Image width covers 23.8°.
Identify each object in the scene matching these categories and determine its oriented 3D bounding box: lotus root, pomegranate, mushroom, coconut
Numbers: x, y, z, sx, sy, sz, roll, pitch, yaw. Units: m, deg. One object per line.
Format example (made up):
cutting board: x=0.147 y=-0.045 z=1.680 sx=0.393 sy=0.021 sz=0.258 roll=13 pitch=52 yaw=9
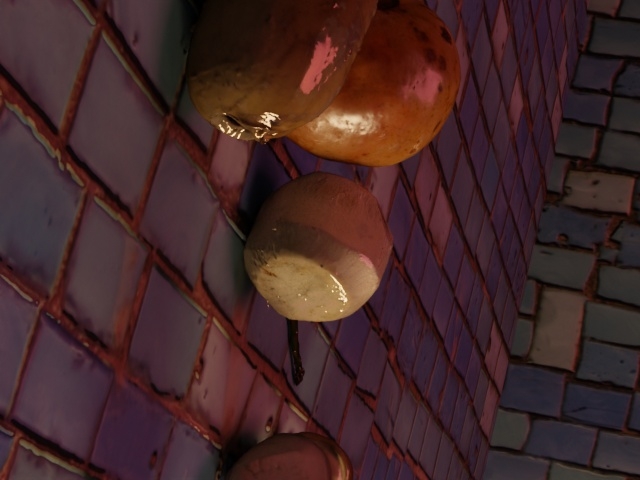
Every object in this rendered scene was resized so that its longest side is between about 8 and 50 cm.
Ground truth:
lotus root: x=-0.025 y=-0.246 z=1.445 sx=0.169 sy=0.151 sz=0.342 roll=-26 pitch=-138 yaw=59
pomegranate: x=0.038 y=-0.174 z=1.647 sx=0.215 sy=0.215 sz=0.215 roll=10 pitch=90 yaw=-74
mushroom: x=-0.042 y=0.292 z=1.786 sx=0.350 sy=0.128 sz=0.128 roll=-6 pitch=105 yaw=-76
coconut: x=-0.001 y=0.002 z=1.701 sx=0.162 sy=0.161 sz=0.161 roll=-67 pitch=160 yaw=-45

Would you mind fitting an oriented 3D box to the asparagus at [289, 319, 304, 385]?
asparagus: x=-0.030 y=0.130 z=1.928 sx=0.016 sy=0.016 sz=0.162 roll=-91 pitch=177 yaw=-50
